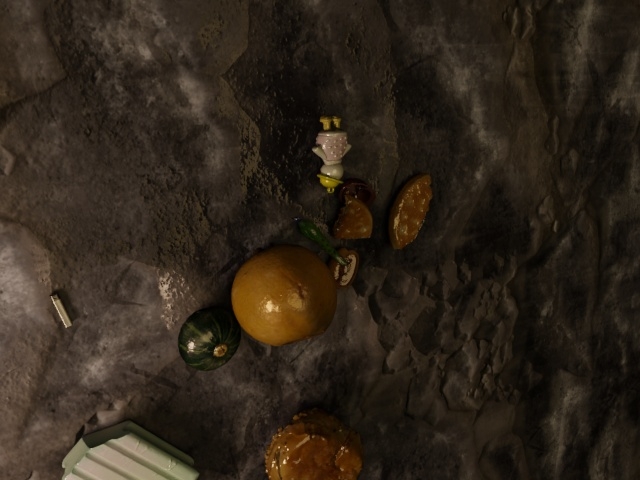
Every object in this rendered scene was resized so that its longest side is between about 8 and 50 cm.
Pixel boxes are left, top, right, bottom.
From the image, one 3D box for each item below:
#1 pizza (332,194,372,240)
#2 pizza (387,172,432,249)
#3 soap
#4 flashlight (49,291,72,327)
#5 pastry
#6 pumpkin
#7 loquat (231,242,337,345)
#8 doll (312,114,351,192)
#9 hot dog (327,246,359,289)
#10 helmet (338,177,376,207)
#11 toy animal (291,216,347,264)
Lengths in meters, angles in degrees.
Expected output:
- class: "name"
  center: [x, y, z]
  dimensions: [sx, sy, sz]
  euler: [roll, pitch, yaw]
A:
- class: "pizza"
  center: [0.085, -0.051, 1.528]
  dimensions: [0.131, 0.041, 0.178]
  euler: [-44, 134, 8]
- class: "pizza"
  center: [0.259, -0.090, 1.612]
  dimensions: [0.127, 0.058, 0.247]
  euler: [13, 93, -28]
- class: "soap"
  center: [-0.468, 0.571, 1.351]
  dimensions: [0.289, 0.095, 0.173]
  euler: [44, 80, -27]
- class: "flashlight"
  center: [-0.594, 0.159, 1.240]
  dimensions: [0.018, 0.018, 0.083]
  euler: [-24, 111, -20]
- class: "pastry"
  center: [-0.022, 0.615, 1.556]
  dimensions: [0.311, 0.162, 0.255]
  euler: [44, 81, -30]
- class: "pumpkin"
  center: [-0.279, 0.245, 1.363]
  dimensions: [0.167, 0.125, 0.167]
  euler: [-20, 133, -22]
- class: "loquat"
  center: [-0.094, 0.131, 1.372]
  dimensions: [0.274, 0.274, 0.275]
  euler: [-6, 104, -26]
- class: "doll"
  center: [0.031, -0.229, 1.450]
  dimensions: [0.129, 0.081, 0.208]
  euler: [-11, 109, -38]
- class: "hot dog"
  center: [0.058, 0.089, 1.548]
  dimensions: [0.089, 0.060, 0.141]
  euler: [13, 88, -25]
- class: "helmet"
  center: [0.098, -0.141, 1.518]
  dimensions: [0.111, 0.057, 0.089]
  euler: [23, 126, -32]
- class: "toy animal"
  center: [-0.009, -0.005, 1.482]
  dimensions: [0.041, 0.075, 0.217]
  euler: [-51, 123, -9]
